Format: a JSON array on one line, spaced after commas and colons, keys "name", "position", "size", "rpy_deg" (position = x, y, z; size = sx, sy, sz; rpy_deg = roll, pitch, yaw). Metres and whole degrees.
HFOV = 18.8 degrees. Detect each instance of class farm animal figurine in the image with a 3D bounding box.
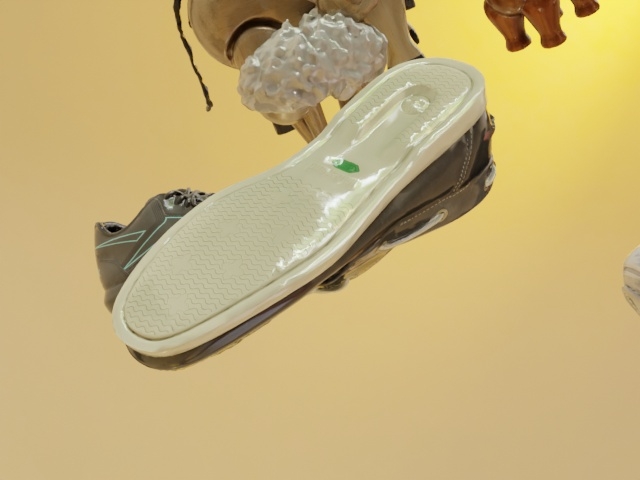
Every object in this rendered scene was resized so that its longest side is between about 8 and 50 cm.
[{"name": "farm animal figurine", "position": [0.034, -0.219, 1.455], "size": [0.172, 0.327, 0.330], "rpy_deg": [64, 167, -22]}]

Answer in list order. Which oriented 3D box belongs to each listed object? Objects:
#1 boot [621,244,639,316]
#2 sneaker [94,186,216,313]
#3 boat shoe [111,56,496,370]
[{"name": "boot", "position": [0.263, 0.121, 1.290], "size": [0.123, 0.258, 0.095], "rpy_deg": [-44, -32, -1]}, {"name": "sneaker", "position": [-0.127, -0.011, 1.985], "size": [0.101, 0.267, 0.106], "rpy_deg": [-4, -107, -65]}, {"name": "boat shoe", "position": [0.000, 0.000, 0.972], "size": [0.233, 0.084, 0.079], "rpy_deg": [-37, -43, -24]}]
